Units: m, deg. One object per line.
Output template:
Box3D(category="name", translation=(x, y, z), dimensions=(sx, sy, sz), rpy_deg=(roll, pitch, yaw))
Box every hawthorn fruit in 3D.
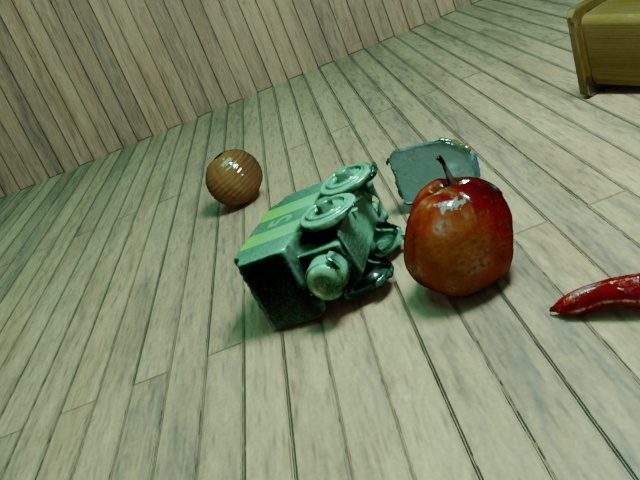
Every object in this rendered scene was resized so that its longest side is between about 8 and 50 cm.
Box3D(category="hawthorn fruit", translation=(0.185, -0.025, 1.119), dimensions=(0.157, 0.194, 0.157), rpy_deg=(-11, 17, 3))

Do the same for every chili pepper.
Box3D(category="chili pepper", translation=(0.387, 0.052, 0.925), dimensions=(0.268, 0.050, 0.059), rpy_deg=(-10, 40, 32))

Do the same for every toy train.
Box3D(category="toy train", translation=(0.000, 0.000, 1.295), dimensions=(0.238, 0.167, 0.299), rpy_deg=(-20, 20, 25))

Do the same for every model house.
Box3D(category="model house", translation=(0.215, -0.138, 1.483), dimensions=(0.148, 0.119, 0.149), rpy_deg=(-14, 15, 21))

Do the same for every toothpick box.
Box3D(category="toothpick box", translation=(0.653, -0.381, 1.531), dimensions=(0.187, 0.190, 0.308), rpy_deg=(-32, 28, -23))

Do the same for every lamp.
Box3D(category="lamp", translation=(-0.199, -0.144, 1.881), dimensions=(0.136, 0.136, 0.136), rpy_deg=(-20, 21, 8))
